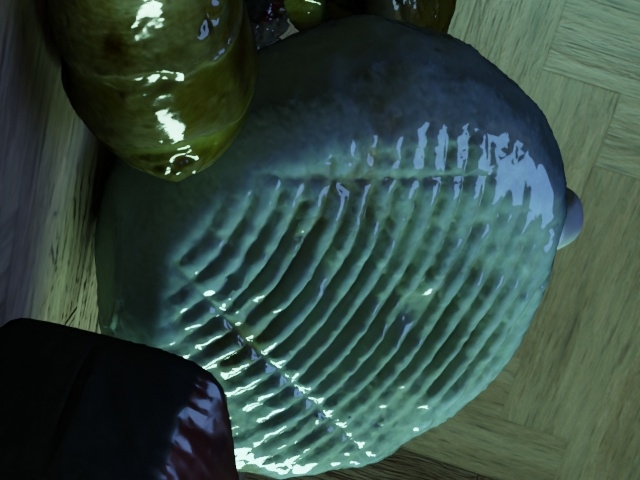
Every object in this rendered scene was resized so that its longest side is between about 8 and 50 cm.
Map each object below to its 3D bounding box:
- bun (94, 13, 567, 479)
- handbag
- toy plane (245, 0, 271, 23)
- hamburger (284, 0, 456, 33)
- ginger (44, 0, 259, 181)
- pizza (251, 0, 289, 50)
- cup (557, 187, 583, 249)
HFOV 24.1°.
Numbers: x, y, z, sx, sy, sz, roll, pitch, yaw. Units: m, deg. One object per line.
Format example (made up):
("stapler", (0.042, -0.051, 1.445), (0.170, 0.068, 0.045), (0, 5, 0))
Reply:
("bun", (-0.004, -0.002, 1.060), (0.194, 0.354, 0.354), (50, -50, 53))
("handbag", (-0.137, 0.185, 0.856), (0.254, 0.181, 0.181), (98, 8, -54))
("toy plane", (-0.053, -0.178, 1.024), (0.192, 0.088, 0.262), (-74, -179, -62))
("hamburger", (0.046, -0.279, 1.200), (0.265, 0.134, 0.285), (-47, 139, -69))
("ginger", (-0.084, -0.105, 0.780), (0.116, 0.109, 0.263), (-53, 170, -17))
("pizza", (-0.038, -0.236, 1.275), (0.195, 0.052, 0.185), (94, 11, -71))
("cup", (0.049, -0.016, 1.319), (0.274, 0.356, 0.259), (-69, 152, -74))
